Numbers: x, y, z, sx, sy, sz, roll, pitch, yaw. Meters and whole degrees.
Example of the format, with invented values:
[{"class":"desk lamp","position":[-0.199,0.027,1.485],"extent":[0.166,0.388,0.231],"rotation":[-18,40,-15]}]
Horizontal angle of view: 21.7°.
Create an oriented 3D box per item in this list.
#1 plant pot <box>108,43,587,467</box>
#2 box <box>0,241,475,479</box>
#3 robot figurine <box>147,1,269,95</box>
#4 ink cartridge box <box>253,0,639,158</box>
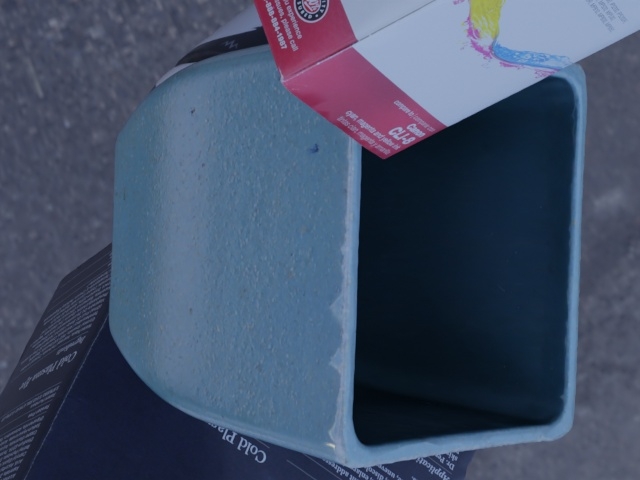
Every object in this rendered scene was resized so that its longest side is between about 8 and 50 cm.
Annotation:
[{"class":"plant pot","position":[0.000,0.000,1.087],"extent":[0.247,0.252,0.248],"rotation":[1,91,-50]},{"class":"box","position":[-0.093,0.214,1.299],"extent":[0.343,0.312,0.179],"rotation":[37,142,-18]},{"class":"robot figurine","position":[-0.027,-0.113,1.369],"extent":[0.278,0.173,0.209],"rotation":[-43,139,-35]},{"class":"ink cartridge box","position":[0.063,-0.145,0.791],"extent":[0.176,0.128,0.127],"rotation":[-26,156,17]}]
